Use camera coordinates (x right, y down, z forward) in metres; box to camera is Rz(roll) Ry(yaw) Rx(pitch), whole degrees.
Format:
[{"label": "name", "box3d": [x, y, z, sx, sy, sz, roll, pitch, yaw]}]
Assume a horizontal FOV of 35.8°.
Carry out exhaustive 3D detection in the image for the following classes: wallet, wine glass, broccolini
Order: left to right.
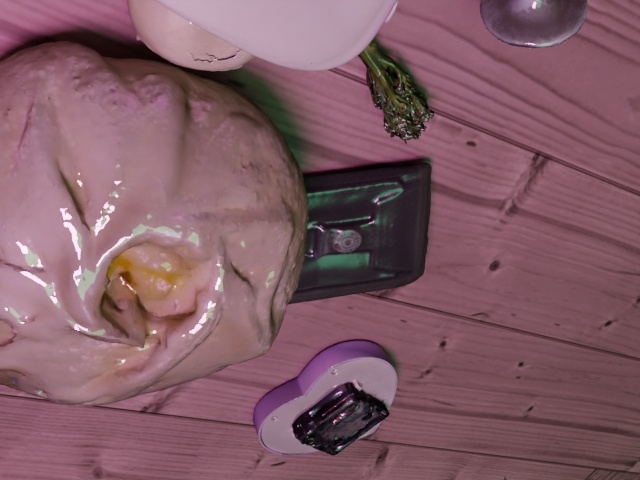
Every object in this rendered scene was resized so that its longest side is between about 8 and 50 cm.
[{"label": "wallet", "box3d": [0.000, 0.000, 1.061, 0.245, 0.052, 0.169, -9, 132, -15]}, {"label": "broccolini", "box3d": [0.044, -0.179, 0.905, 0.051, 0.054, 0.239, -57, 138, -19]}, {"label": "wine glass", "box3d": [0.161, -0.219, 0.735, 0.096, 0.264, 0.309, 5, 150, 11]}]

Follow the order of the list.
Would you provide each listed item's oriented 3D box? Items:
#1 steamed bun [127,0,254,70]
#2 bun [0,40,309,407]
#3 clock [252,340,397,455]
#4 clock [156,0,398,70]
[{"label": "steamed bun", "box3d": [-0.086, -0.192, 0.792, 0.130, 0.091, 0.112, -4, 132, -22]}, {"label": "bun", "box3d": [-0.173, 0.019, 0.860, 0.365, 0.219, 0.365, -10, 135, -10]}, {"label": "clock", "box3d": [0.022, 0.221, 1.276, 0.198, 0.064, 0.172, -38, 136, 14]}, {"label": "clock", "box3d": [-0.063, -0.282, 0.633, 0.324, 0.109, 0.265, 27, 130, -8]}]
